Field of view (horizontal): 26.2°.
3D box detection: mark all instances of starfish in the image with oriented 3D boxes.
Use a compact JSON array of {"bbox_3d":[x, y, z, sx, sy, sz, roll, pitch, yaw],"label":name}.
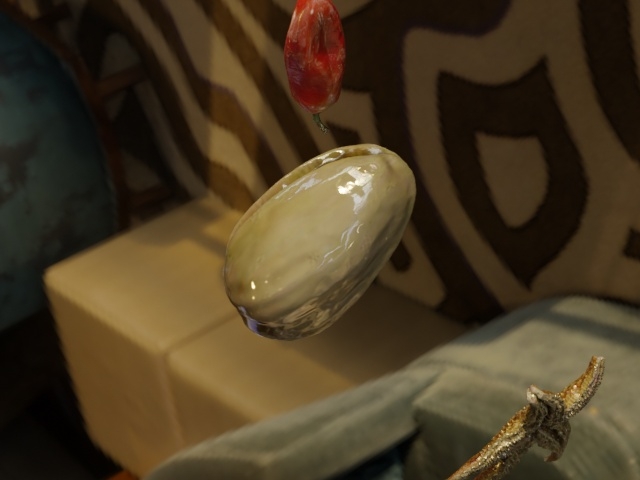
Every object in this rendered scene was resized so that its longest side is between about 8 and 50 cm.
[{"bbox_3d":[0.240,0.217,1.568,0.043,0.227,0.240,58,-176,31],"label":"starfish"}]

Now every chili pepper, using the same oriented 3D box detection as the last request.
[{"bbox_3d":[-0.007,-0.170,1.298,0.191,0.059,0.050,89,162,-52],"label":"chili pepper"}]

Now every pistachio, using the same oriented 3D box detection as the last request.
[{"bbox_3d":[0.000,0.000,1.222,0.131,0.206,0.129,46,-173,-21],"label":"pistachio"}]
